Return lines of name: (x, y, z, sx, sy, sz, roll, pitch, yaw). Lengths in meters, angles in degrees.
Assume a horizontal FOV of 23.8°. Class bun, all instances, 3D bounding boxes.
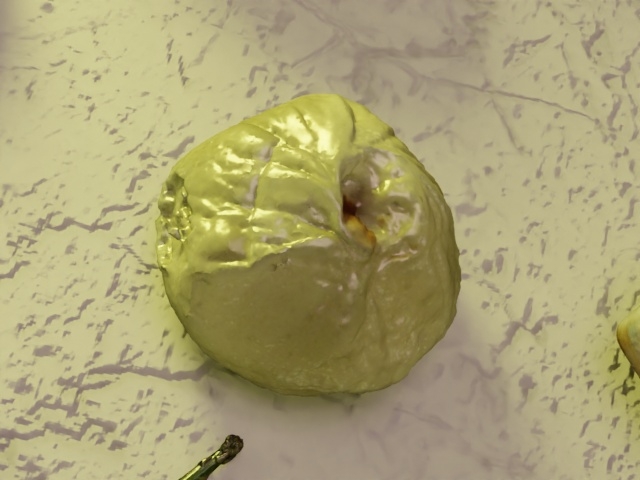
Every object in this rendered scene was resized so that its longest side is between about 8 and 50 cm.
bun: (0.000, 0.000, 1.028, 0.220, 0.134, 0.220, 9, 63, -18)

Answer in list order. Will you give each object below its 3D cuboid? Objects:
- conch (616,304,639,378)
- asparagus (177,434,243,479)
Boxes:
conch: (0.286, 0.106, 1.092, 0.158, 0.127, 0.255, 2, 84, -49)
asparagus: (-0.097, 0.166, 0.981, 0.127, 0.018, 0.015, -39, 115, -29)
